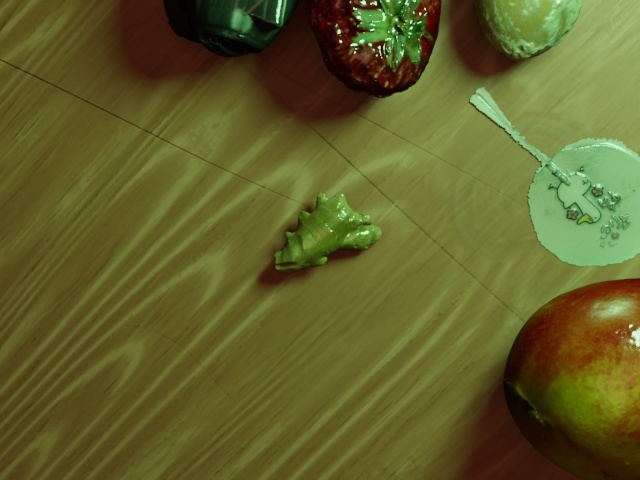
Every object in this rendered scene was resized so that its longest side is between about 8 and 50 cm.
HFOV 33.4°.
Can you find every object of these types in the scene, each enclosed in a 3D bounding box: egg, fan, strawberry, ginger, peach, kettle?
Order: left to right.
[{"bbox_3d":[-0.155,-0.479,1.832,0.320,0.228,0.324,15,90,39],"label":"kettle"},{"bbox_3d":[0.001,-0.014,1.927,0.205,0.081,0.115,-22,124,0],"label":"ginger"},{"bbox_3d":[0.079,-0.389,1.826,0.274,0.220,0.274,-7,101,-37],"label":"strawberry"},{"bbox_3d":[0.349,-0.420,1.793,0.194,0.195,0.233,19,92,4],"label":"egg"},{"bbox_3d":[0.424,-0.120,1.903,0.414,0.012,0.233,41,98,1],"label":"fan"},{"bbox_3d":[0.494,0.220,1.769,0.370,0.370,0.370,1,96,6],"label":"peach"}]
